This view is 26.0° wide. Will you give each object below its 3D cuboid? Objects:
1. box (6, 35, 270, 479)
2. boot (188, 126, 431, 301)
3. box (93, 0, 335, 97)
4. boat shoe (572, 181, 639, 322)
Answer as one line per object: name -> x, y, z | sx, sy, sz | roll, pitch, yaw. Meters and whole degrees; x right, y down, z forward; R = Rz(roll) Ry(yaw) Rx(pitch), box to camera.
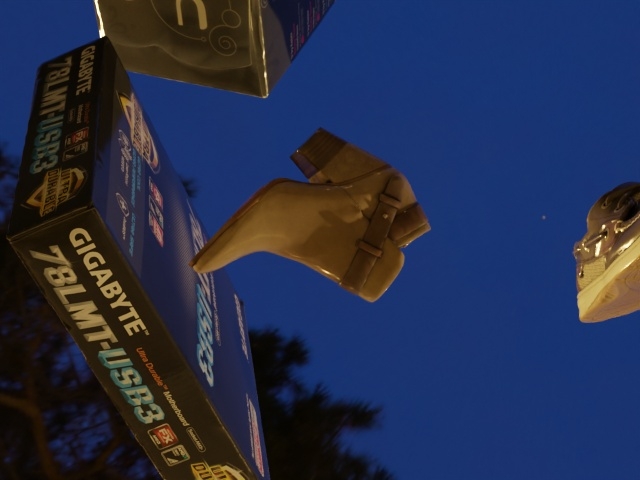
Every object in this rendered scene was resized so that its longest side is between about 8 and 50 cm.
box -> -0.133, 0.029, 1.077 | 0.073, 0.295, 0.293 | -23, -60, 7
boot -> 0.000, 0.000, 0.741 | 0.087, 0.042, 0.118 | 46, -101, -6
box -> -0.073, -0.270, 1.245 | 0.165, 0.270, 0.143 | 12, -46, 18
boat shoe -> 0.281, -0.008, 1.228 | 0.103, 0.285, 0.092 | -17, -108, -11
